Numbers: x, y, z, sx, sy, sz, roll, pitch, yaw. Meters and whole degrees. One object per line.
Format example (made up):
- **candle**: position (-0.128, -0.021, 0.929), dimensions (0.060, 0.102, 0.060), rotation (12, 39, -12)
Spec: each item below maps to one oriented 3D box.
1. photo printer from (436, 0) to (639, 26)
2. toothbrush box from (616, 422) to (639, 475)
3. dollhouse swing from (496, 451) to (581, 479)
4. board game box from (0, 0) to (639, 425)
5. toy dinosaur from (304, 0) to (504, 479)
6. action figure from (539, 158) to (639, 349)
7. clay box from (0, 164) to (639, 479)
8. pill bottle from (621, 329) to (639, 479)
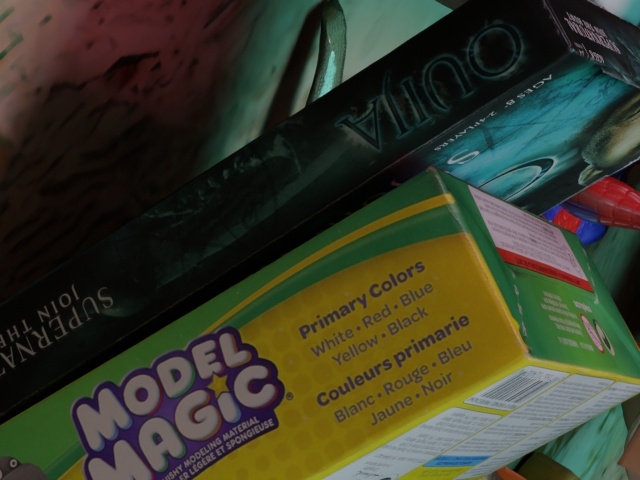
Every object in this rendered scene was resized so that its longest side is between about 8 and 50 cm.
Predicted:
- **photo printer**: position (0.083, -0.219, 0.410), dimensions (0.307, 0.107, 0.256), rotation (-60, 158, -3)
- **toothbrush box**: position (0.272, -0.024, 0.832), dimensions (0.295, 0.126, 0.216), rotation (-55, 169, -35)
- **dollhouse swing**: position (0.167, 0.291, 0.886), dimensions (0.305, 0.347, 0.315), rotation (8, 109, -56)
- **board game box**: position (0.000, 0.000, 0.464), dimensions (0.186, 0.026, 0.126), rotation (-32, 165, 21)
- **toy dinosaur**: position (0.029, 0.066, 0.589), dimensions (0.118, 0.064, 0.268), rotation (-83, 157, -49)
- **action figure**: position (0.130, -0.005, 0.730), dimensions (0.280, 0.139, 0.091), rotation (-25, 138, -51)
- **clay box**: position (-0.035, 0.065, 0.463), dimensions (0.222, 0.053, 0.127), rotation (-30, 163, 16)
- **pill bottle**: position (0.262, 0.066, 1.045), dimensions (0.264, 0.146, 0.146), rotation (-39, 149, -50)
